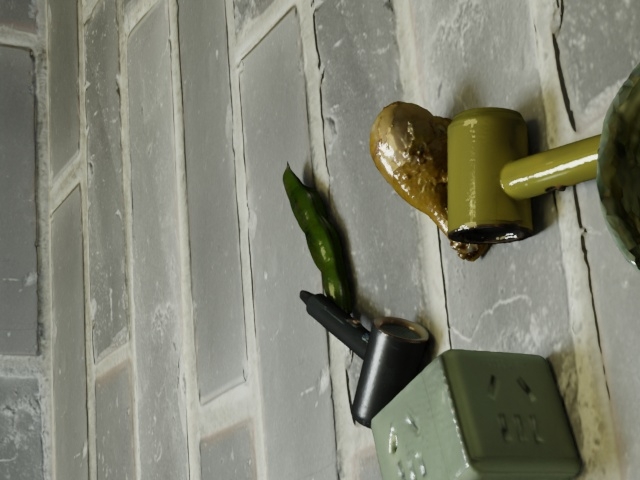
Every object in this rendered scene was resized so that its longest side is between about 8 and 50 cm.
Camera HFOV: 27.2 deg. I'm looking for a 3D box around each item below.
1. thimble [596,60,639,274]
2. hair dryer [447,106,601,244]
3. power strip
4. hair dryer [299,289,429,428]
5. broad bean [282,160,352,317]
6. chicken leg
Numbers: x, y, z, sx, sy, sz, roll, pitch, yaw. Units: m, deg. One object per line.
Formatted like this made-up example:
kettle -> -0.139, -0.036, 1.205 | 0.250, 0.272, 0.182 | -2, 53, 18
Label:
thimble -> 0.344, -0.038, 0.933 | 0.270, 0.150, 0.271 | -18, 58, 30
hair dryer -> 0.235, -0.084, 1.345 | 0.278, 0.090, 0.135 | -16, 69, 54
power strip -> 0.142, 0.227, 1.386 | 0.224, 0.139, 0.140 | -52, 43, 45
hair dryer -> 0.038, 0.132, 1.661 | 0.255, 0.070, 0.128 | 34, 116, 54
broad bean -> 0.000, -0.001, 1.797 | 0.060, 0.043, 0.298 | 110, 149, -44
chicken leg -> 0.135, -0.070, 1.522 | 0.207, 0.101, 0.085 | 58, 142, 20
